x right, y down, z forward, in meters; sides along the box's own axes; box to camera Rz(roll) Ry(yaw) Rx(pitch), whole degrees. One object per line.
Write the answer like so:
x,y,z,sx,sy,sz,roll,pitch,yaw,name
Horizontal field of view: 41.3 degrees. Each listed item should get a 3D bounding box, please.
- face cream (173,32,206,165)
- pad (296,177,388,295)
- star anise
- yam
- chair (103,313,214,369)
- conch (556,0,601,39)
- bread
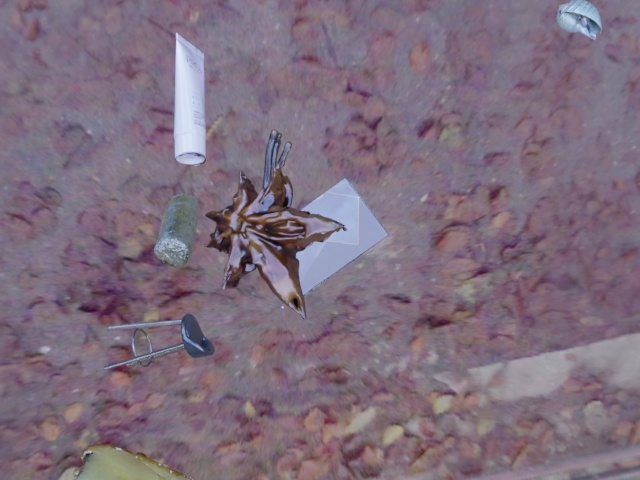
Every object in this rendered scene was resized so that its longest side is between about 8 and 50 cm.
-0.242,-0.259,1.577,0.058,0.092,0.244,-11,71,22,face cream
0.000,0.000,1.736,0.243,0.004,0.164,-36,113,10,pad
-0.072,-0.041,1.374,0.237,0.148,0.346,-19,53,16,star anise
-0.295,-0.023,1.753,0.078,0.179,0.078,-1,129,-1,yam
-0.329,0.206,1.733,0.221,0.104,0.095,-10,85,13,chair
0.462,-0.397,1.501,0.085,0.076,0.057,20,82,4,conch
-0.319,0.468,1.460,0.262,0.204,0.163,32,109,-7,bread
